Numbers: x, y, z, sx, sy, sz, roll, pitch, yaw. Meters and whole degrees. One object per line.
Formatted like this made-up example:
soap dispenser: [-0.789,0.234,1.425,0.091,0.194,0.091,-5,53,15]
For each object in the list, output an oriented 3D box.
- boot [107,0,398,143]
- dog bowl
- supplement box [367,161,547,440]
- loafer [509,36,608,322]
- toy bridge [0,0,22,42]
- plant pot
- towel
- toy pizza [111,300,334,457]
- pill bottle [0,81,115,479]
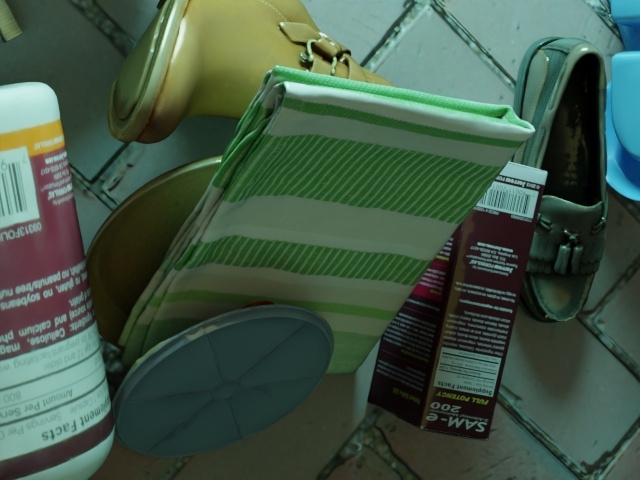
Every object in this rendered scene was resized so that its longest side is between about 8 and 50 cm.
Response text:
boot: [-0.045,-0.114,1.316,0.220,0.283,0.109,34,115,-11]
dog bowl: [0.319,-0.185,1.484,0.074,0.166,0.297,-5,96,-30]
supplement box: [0.118,0.045,1.446,0.073,0.130,0.239,12,92,-20]
loafer: [0.219,-0.053,1.495,0.096,0.084,0.267,-2,95,-17]
toy bridge: [-0.267,-0.194,1.347,0.188,0.026,0.063,-31,103,-14]
plant pot: [-0.087,0.012,1.366,0.236,0.032,0.236,-13,137,-13]
towel: [0.000,0.000,1.323,0.248,0.038,0.325,6,135,-31]
toy pizza: [-0.084,0.113,1.366,0.201,0.201,0.032,-17,56,-17]
pill bottle: [-0.281,0.086,1.263,0.224,0.224,0.392,-11,99,-18]
